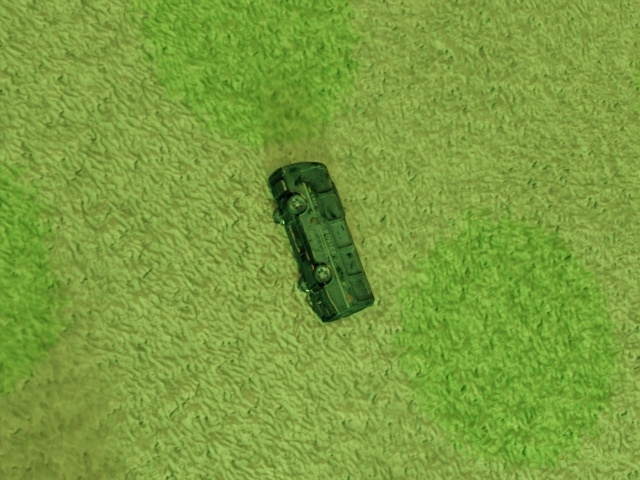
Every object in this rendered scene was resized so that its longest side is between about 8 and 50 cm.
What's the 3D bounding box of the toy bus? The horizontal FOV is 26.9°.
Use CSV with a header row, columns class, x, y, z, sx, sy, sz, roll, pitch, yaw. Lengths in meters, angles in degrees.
class,x,y,z,sx,sy,sz,roll,pitch,yaw
toy bus,0.000,0.000,1.375,0.065,0.047,0.166,-16,81,-27
